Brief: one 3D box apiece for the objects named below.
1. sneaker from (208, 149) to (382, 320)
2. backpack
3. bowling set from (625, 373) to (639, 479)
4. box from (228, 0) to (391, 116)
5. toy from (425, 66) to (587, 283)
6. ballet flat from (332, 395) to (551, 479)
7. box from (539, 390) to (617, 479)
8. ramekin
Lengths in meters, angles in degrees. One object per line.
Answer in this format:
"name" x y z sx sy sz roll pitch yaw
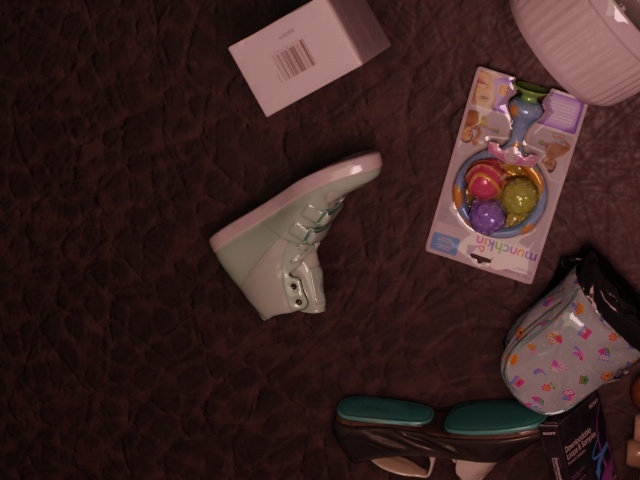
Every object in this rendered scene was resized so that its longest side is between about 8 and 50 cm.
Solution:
"sneaker" 0.000 0.000 1.819 0.256 0.094 0.151 -32 88 29
"backpack" 0.292 0.116 1.765 0.182 0.115 0.152 -41 94 22
"bowling set" 0.434 0.245 1.734 0.154 0.287 0.200 4 71 7
"box" -0.009 -0.222 1.727 0.130 0.170 0.091 -27 97 18
"toy" 0.214 -0.071 1.770 0.136 0.056 0.237 18 107 11
"ballet flat" 0.152 0.244 1.850 0.280 0.095 0.096 1 114 24
"box" 0.313 0.273 1.796 0.029 0.116 0.162 -9 102 37
"ramekin" 0.296 -0.243 1.635 0.109 0.207 0.207 -36 93 28
